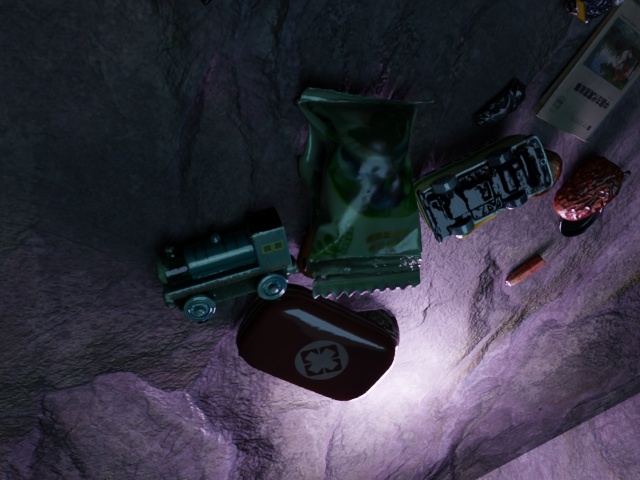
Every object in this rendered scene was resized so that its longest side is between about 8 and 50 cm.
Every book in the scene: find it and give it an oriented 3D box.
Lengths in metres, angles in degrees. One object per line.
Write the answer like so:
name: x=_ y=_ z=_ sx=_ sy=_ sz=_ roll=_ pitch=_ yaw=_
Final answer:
book: x=0.623 y=-0.366 z=1.242 sx=0.214 sy=0.025 sz=0.283 roll=13 pitch=122 yaw=-33

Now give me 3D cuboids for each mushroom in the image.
mushroom: x=0.518 y=-0.156 z=1.339 sx=0.127 sy=0.087 sz=0.127 roll=-9 pitch=133 yaw=-10

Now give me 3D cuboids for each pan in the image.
pan: x=0.738 y=-0.102 z=1.523 sx=0.136 sy=0.028 sz=0.235 roll=15 pitch=125 yaw=-34

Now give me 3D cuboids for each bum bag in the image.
bum bag: x=0.388 y=-0.286 z=1.204 sx=0.124 sy=0.034 sz=0.058 roll=-41 pitch=124 yaw=14

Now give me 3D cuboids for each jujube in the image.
jujube: x=0.669 y=-0.126 z=1.413 sx=0.109 sy=0.112 sz=0.176 roll=36 pitch=117 yaw=-6

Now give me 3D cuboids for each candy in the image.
candy: x=0.087 y=-0.086 z=1.098 sx=0.262 sy=0.172 sz=0.398 roll=-4 pitch=95 yaw=-14

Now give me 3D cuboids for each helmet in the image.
helmet: x=0.147 y=0.278 z=1.558 sx=0.176 sy=0.107 sz=0.153 roll=25 pitch=120 yaw=-38

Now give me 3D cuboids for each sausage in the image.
sausage: x=0.000 y=0.000 z=1.269 sx=0.076 sy=0.076 sz=0.198 roll=2 pitch=127 yaw=-25
sausage: x=0.586 y=0.091 z=1.628 sx=0.129 sy=0.034 sz=0.034 roll=-37 pitch=134 yaw=11

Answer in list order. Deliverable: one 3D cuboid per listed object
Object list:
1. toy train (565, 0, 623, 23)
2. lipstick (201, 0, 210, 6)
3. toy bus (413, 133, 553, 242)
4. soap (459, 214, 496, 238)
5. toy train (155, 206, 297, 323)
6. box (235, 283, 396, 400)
toy train: x=0.569 y=-0.485 z=1.071 sx=0.202 sy=0.081 sz=0.060 roll=-29 pitch=135 yaw=4
lipstick: x=-0.123 y=-0.430 z=0.866 sx=0.176 sy=0.027 sz=0.027 roll=-38 pitch=133 yaw=15
toy bus: x=0.339 y=-0.126 z=1.234 sx=0.276 sy=0.165 sz=0.134 roll=-26 pitch=109 yaw=0
soap: x=0.378 y=-0.062 z=1.393 sx=0.140 sy=0.045 sz=0.089 roll=-37 pitch=131 yaw=13
toy train: x=-0.201 y=0.052 z=1.206 sx=0.298 sy=0.120 sz=0.194 roll=-17 pitch=127 yaw=-9
box: x=-0.005 y=0.264 z=1.415 sx=0.403 sy=0.108 sz=0.263 roll=27 pitch=116 yaw=-20
